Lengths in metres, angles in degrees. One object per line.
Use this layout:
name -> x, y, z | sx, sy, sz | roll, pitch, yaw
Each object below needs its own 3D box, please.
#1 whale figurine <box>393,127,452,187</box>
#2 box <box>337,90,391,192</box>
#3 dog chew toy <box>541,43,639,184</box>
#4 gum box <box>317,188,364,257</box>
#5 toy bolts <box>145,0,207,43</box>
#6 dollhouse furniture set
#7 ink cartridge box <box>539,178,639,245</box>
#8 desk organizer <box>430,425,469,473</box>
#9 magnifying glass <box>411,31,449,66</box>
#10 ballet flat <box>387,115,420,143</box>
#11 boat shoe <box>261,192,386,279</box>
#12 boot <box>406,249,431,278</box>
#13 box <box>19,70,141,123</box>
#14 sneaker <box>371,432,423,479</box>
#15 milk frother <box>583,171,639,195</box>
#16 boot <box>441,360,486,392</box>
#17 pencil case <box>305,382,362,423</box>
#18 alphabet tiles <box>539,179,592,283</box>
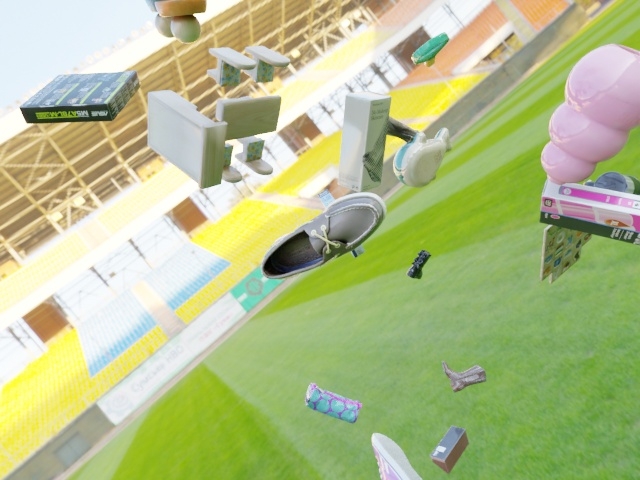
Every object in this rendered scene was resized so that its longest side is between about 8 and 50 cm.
whale figurine -> 0.389, -0.324, 1.872 | 0.272, 0.216, 0.141 | -43, 39, -20
box -> 0.128, -0.291, 1.438 | 0.113, 0.094, 0.275 | -26, -50, -43
dog chew toy -> 0.646, -0.280, 1.156 | 0.206, 0.206, 0.332 | -42, -23, -52
gum box -> 0.065, -0.056, 1.546 | 0.041, 0.157, 0.184 | -31, 38, -1
toy bolts -> -0.348, -0.495, 1.010 | 0.218, 0.159, 0.228 | -9, 28, -11
dollhouse furniture set -> -0.243, -0.321, 1.379 | 0.394, 0.256, 0.362 | -23, -41, -42
ink cartridge box -> 0.783, -0.064, 1.293 | 0.069, 0.370, 0.176 | -68, -28, -15
desk organizer -> 0.363, 0.583, 1.362 | 0.047, 0.050, 0.130 | -3, 21, 45
magnifying glass -> 0.265, -0.449, 1.176 | 0.092, 0.026, 0.231 | -33, 4, 16
ballet flat -> 0.302, -0.446, 1.924 | 0.084, 0.249, 0.058 | 132, 160, -65
boat shoe -> 0.000, 0.000, 1.081 | 0.324, 0.117, 0.097 | -26, 13, 31
boot -> 0.341, 0.080, 1.661 | 0.099, 0.045, 0.121 | -59, -24, 11
box -> -0.504, -0.308, 1.040 | 0.191, 0.184, 0.045 | -90, -1, -52
sneaker -> 0.214, 0.756, 1.547 | 0.161, 0.102, 0.282 | -60, 30, 9
milk frother -> 0.836, -0.115, 1.398 | 0.134, 0.143, 0.129 | -1, -11, -42
boot -> 0.446, 0.403, 1.510 | 0.114, 0.106, 0.037 | -27, -26, 9
pencil case -> 0.033, 0.451, 1.351 | 0.064, 0.151, 0.070 | -73, 4, -61
alphabet tiles -> 0.826, -0.021, 1.618 | 0.285, 0.343, 0.011 | -34, 41, -21
